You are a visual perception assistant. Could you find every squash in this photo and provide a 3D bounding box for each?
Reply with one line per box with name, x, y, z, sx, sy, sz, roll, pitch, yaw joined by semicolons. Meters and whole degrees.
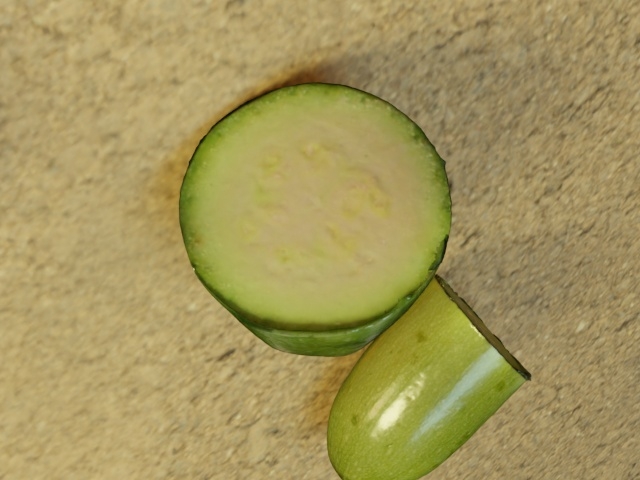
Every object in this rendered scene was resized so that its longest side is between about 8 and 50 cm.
squash;0.076;0.131;1.019;0.187;0.123;0.123;-48;145;9
squash;0.000;0.000;0.782;0.170;0.170;0.123;-37;156;-14
